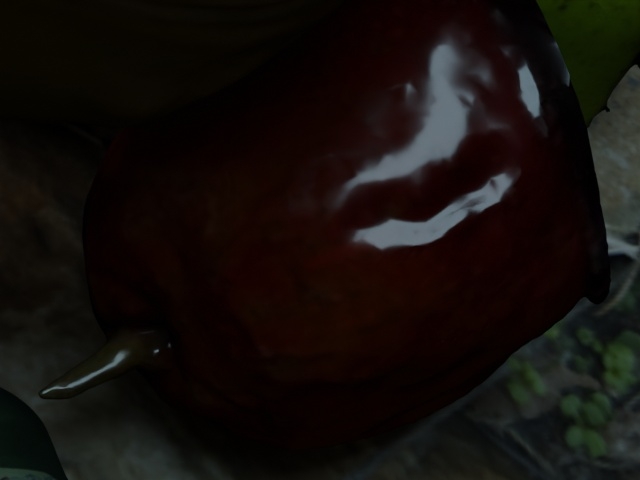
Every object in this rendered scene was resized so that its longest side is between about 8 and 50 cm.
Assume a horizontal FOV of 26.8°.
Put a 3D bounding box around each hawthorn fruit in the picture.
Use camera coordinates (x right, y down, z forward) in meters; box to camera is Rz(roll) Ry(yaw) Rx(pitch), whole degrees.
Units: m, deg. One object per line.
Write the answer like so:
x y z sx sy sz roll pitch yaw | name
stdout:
0.000 0.000 0.543 0.251 0.189 0.189 -40 72 -18 | hawthorn fruit

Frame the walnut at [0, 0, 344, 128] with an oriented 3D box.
-0.070 -0.239 0.436 0.308 0.354 0.398 31 55 -38 | walnut

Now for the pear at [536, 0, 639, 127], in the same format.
0.086 -0.230 0.768 0.292 0.159 0.292 8 50 -10 | pear

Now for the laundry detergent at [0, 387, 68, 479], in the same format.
-0.133 0.108 0.450 0.144 0.078 0.222 2 49 -48 | laundry detergent
